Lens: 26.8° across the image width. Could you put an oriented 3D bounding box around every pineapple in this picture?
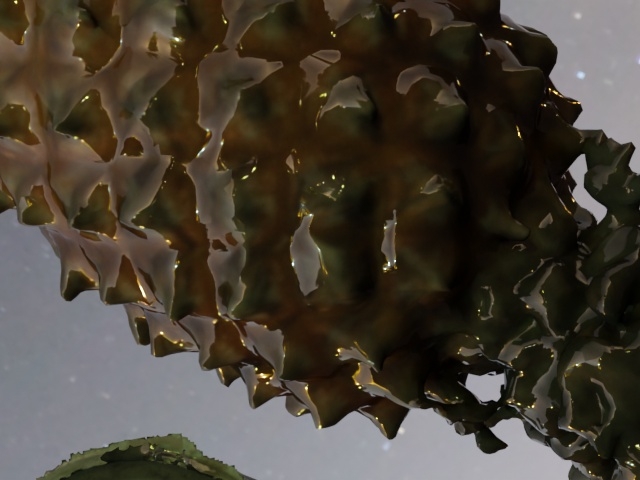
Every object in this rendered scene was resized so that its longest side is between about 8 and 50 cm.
[{"bbox_3d":[0.042,0.006,0.401,0.175,0.361,0.175,-42,-24,-24],"label":"pineapple"}]

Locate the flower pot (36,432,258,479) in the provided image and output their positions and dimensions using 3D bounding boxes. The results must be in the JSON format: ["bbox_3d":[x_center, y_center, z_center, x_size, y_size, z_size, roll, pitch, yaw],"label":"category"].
[{"bbox_3d":[-0.103,0.283,1.043,0.290,0.290,0.259,-63,-10,3],"label":"flower pot"}]
